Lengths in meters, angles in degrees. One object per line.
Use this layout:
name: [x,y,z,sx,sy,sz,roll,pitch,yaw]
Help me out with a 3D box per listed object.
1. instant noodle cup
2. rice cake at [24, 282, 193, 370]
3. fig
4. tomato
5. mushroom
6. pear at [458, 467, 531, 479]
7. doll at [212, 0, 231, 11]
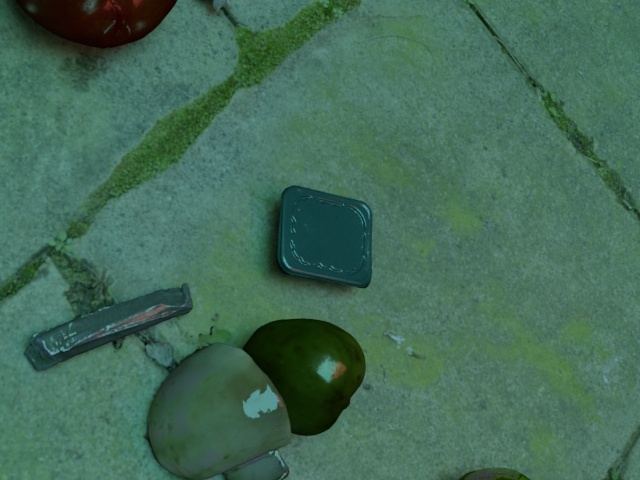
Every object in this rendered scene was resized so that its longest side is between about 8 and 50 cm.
instant noodle cup: [0.000,0.000,1.720,0.179,0.070,0.157,12,69,-25]
rice cake: [-0.311,0.127,1.526,0.269,0.049,0.055,-22,65,-32]
fig: [-0.032,0.203,1.583,0.191,0.181,0.181,25,63,4]
tomato: [-0.351,-0.455,1.564,0.298,0.299,0.226,-26,49,-32]
mushroom: [-0.150,0.282,1.497,0.162,0.173,0.236,-28,90,-29]
pear: [0.298,0.490,1.681,0.187,0.187,0.220,-15,97,-31]
doll: [-0.183,-0.459,1.743,0.073,0.084,0.127,-19,78,-31]
